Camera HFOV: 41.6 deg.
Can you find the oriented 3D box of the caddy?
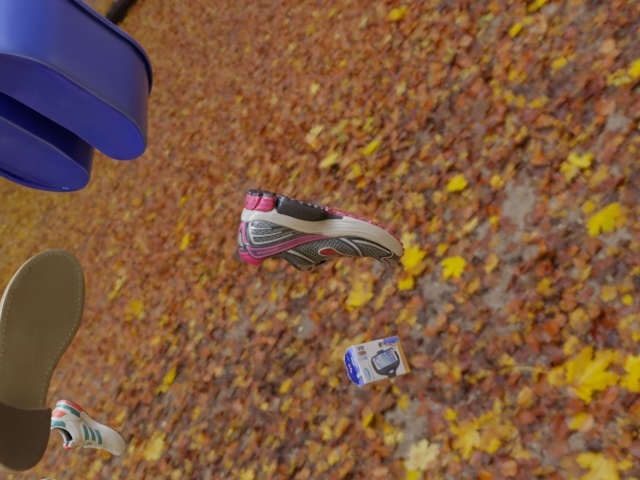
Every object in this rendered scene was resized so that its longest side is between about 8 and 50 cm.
[{"bbox_3d":[-0.377,-0.214,1.111,0.241,0.341,0.179,-23,57,25],"label":"caddy"}]

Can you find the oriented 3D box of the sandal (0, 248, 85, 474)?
[{"bbox_3d":[-0.316,0.125,0.883,0.079,0.088,0.240,-26,51,41],"label":"sandal"}]

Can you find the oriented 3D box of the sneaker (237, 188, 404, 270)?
[{"bbox_3d":[0.000,0.000,1.345,0.121,0.299,0.112,22,98,59],"label":"sneaker"}]

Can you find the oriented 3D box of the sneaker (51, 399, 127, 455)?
[{"bbox_3d":[-0.440,0.369,1.571,0.057,0.161,0.075,-29,27,42],"label":"sneaker"}]

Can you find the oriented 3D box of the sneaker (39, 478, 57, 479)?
[{"bbox_3d":[-0.452,0.394,1.208,0.073,0.162,0.063,-37,69,56],"label":"sneaker"}]

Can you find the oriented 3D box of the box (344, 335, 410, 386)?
[{"bbox_3d":[0.112,0.243,1.697,0.028,0.136,0.081,-37,66,49],"label":"box"}]
